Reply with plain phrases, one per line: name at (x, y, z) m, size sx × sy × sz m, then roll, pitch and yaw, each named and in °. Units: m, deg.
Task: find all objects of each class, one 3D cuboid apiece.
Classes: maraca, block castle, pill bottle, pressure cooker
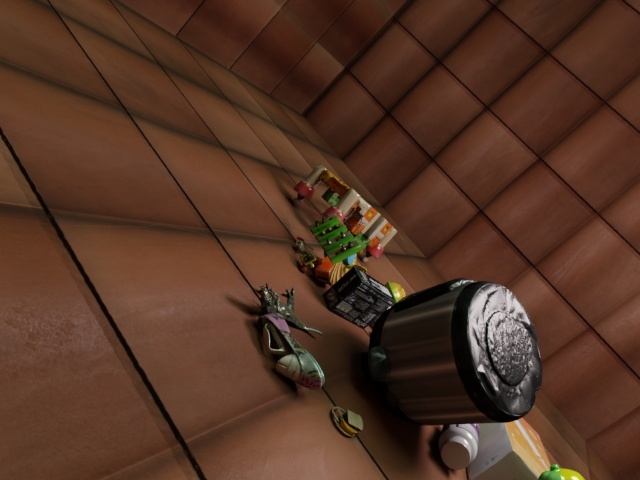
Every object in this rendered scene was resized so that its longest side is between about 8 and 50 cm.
maraca at (0.300, 0.243, 2.100) m, size 0.127 × 0.099 × 0.185 m, roll -103°, pitch 172°, yaw -51°
block castle at (0.105, -0.097, 2.238) m, size 0.303 × 0.213 × 0.453 m, roll 44°, pitch 5°, yaw 38°
pill bottle at (0.398, 0.578, 1.501) m, size 0.108 × 0.108 × 0.193 m, roll 49°, pitch 17°, yaw 12°
pressure cooker at (0.335, 0.324, 1.447) m, size 0.370 × 0.420 × 0.375 m, roll 48°, pitch 49°, yaw -16°

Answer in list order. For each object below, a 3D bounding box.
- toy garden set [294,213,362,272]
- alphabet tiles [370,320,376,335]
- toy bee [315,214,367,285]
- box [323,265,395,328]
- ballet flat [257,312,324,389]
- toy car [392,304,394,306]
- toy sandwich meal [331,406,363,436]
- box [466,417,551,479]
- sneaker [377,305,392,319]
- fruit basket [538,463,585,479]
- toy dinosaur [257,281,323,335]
toy garden set at (0.000, 0.000, 1.768) m, size 0.244 × 0.204 × 0.049 m, roll 55°, pitch -10°, yaw 55°
alphabet tiles at (0.280, 0.394, 1.809) m, size 0.284 × 0.021 × 0.278 m, roll 28°, pitch 24°, yaw -46°
toy bee at (0.088, 0.070, 1.822) m, size 0.195 × 0.298 × 0.162 m, roll 29°, pitch -36°, yaw 40°
box at (0.125, 0.187, 1.690) m, size 0.180 × 0.147 × 0.077 m, roll 32°, pitch 21°, yaw -37°
ballet flat at (-0.080, 0.252, 1.177) m, size 0.079 × 0.077 × 0.221 m, roll 0°, pitch 40°, yaw -43°
toy car at (0.343, 0.275, 1.897) m, size 0.159 × 0.182 × 0.136 m, roll 48°, pitch 56°, yaw -14°
toy sandwich meal at (0.062, 0.412, 1.196) m, size 0.085 × 0.029 × 0.085 m, roll 42°, pitch 16°, yaw -15°
box at (0.579, 0.671, 1.622) m, size 0.215 × 0.168 × 0.345 m, roll 46°, pitch 16°, yaw -1°
sneaker at (0.229, 0.253, 1.816) m, size 0.237 × 0.086 × 0.085 m, roll 53°, pitch 12°, yaw -9°
fruit basket at (0.682, 0.764, 1.294) m, size 0.392 × 0.392 × 0.283 m, roll 42°, pitch 17°, yaw -14°
toy dinosaur at (-0.095, 0.169, 1.348) m, size 0.268 × 0.064 × 0.118 m, roll 38°, pitch 17°, yaw -48°
